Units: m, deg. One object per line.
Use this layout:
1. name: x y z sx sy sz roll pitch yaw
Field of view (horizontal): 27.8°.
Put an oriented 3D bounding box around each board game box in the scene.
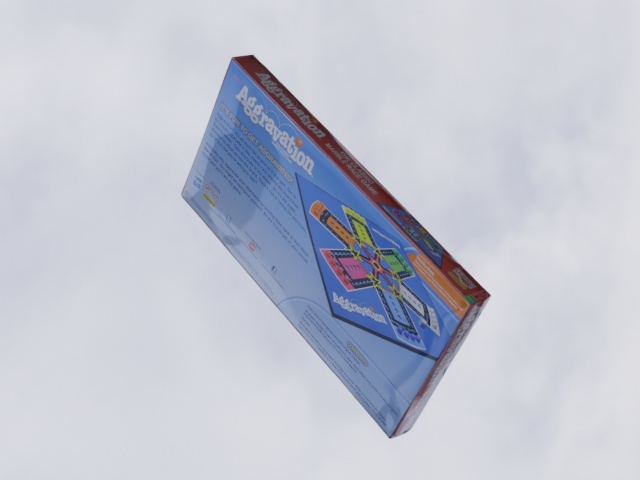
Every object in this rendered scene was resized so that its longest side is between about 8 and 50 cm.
1. board game box: 0.000 0.000 0.977 0.027 0.281 0.145 -16 -37 -41
